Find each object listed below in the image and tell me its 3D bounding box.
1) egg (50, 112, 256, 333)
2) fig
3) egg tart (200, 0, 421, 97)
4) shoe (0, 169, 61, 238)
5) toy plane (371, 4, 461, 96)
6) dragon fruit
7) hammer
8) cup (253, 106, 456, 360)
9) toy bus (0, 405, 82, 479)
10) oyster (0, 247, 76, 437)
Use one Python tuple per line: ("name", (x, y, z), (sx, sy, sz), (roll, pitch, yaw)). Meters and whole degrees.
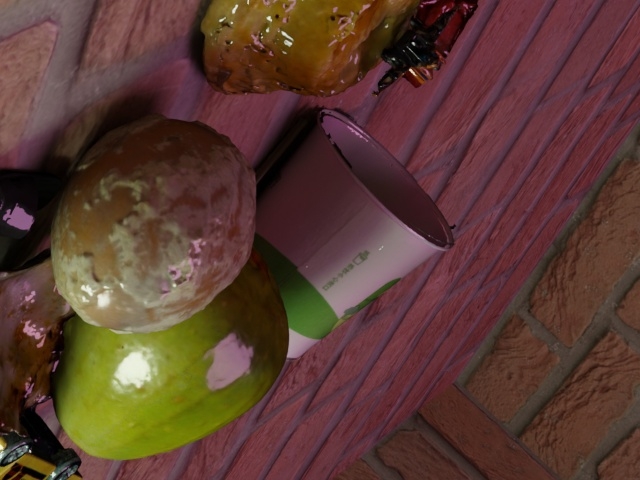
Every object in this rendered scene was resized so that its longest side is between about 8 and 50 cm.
("egg", (-0.172, -0.015, 1.582), (0.245, 0.203, 0.203), (-52, 169, -28))
("fig", (-0.188, 0.120, 1.811), (0.326, 0.258, 0.258), (-45, 167, 25))
("egg tart", (0.021, -0.261, 1.636), (0.341, 0.129, 0.341), (-45, 165, -15))
("shoe", (-0.291, -0.032, 1.506), (0.062, 0.053, 0.159), (-49, 168, 21))
("toy plane", (0.102, -0.199, 1.635), (0.135, 0.062, 0.188), (-47, 180, 6))
("dragon fruit", (0.159, -0.288, 1.997), (0.192, 0.092, 0.122), (-47, 165, -2))
("hammer", (-0.084, -0.086, 1.995), (0.195, 0.028, 0.060), (-51, 158, 4))
("cup", (0.000, 0.000, 2.058), (0.274, 0.253, 0.253), (-43, 166, 15))
("toy bus", (-0.380, 0.245, 1.839), (0.123, 0.121, 0.335), (-38, 165, -5))
("oyster", (-0.358, 0.119, 1.570), (0.361, 0.096, 0.221), (-23, 125, -64))
